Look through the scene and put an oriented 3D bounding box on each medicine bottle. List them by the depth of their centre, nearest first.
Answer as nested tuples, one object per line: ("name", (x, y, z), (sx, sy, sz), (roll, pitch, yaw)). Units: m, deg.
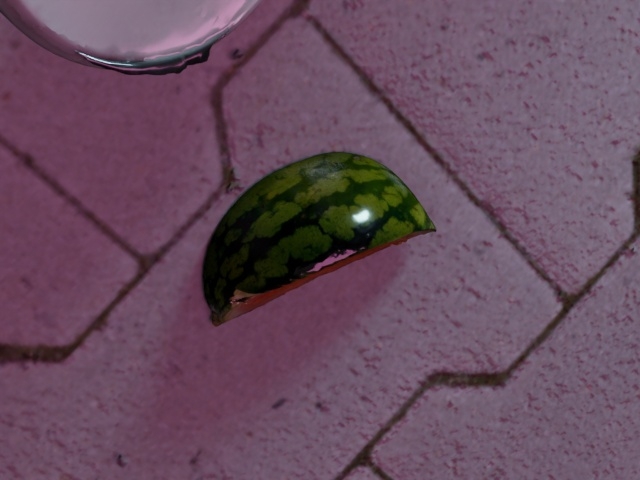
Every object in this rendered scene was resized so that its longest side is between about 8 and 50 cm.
("medicine bottle", (-0.122, -0.177, 0.694), (0.143, 0.258, 0.143), (-11, 116, -24))

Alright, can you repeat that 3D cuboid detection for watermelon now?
("watermelon", (0.004, 0.000, 0.960), (0.163, 0.069, 0.087), (-25, 121, -14))
